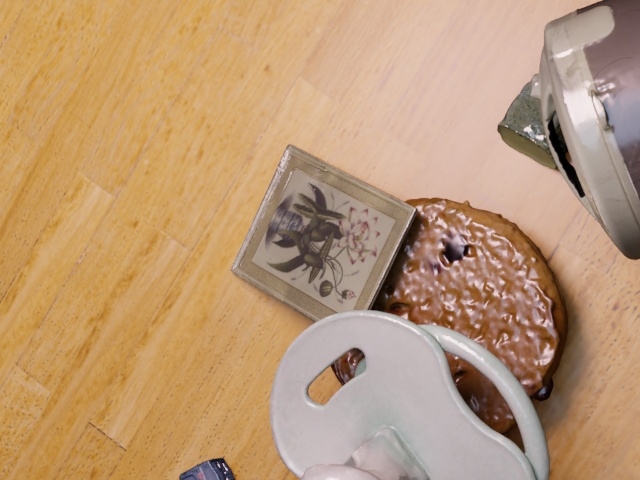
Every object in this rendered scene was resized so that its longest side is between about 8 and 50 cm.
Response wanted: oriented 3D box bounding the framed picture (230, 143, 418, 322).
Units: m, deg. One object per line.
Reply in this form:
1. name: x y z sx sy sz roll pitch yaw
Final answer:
1. framed picture: 0.000 0.000 1.805 0.231 0.010 0.173 28 95 44

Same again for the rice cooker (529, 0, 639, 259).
1. rice cooker: 0.370 -0.133 1.606 0.277 0.288 0.288 -21 80 18

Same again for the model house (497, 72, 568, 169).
1. model house: 0.253 -0.136 1.760 0.079 0.066 0.083 30 79 29

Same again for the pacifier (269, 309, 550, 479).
1. pacifier: 0.073 0.234 1.616 0.343 0.269 0.288 49 117 8

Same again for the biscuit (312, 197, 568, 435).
1. biscuit: 0.138 0.091 1.769 0.296 0.075 0.296 0 90 23

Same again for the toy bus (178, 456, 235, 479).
1. toy bus: -0.110 0.341 1.853 0.065 0.047 0.166 -27 77 20
